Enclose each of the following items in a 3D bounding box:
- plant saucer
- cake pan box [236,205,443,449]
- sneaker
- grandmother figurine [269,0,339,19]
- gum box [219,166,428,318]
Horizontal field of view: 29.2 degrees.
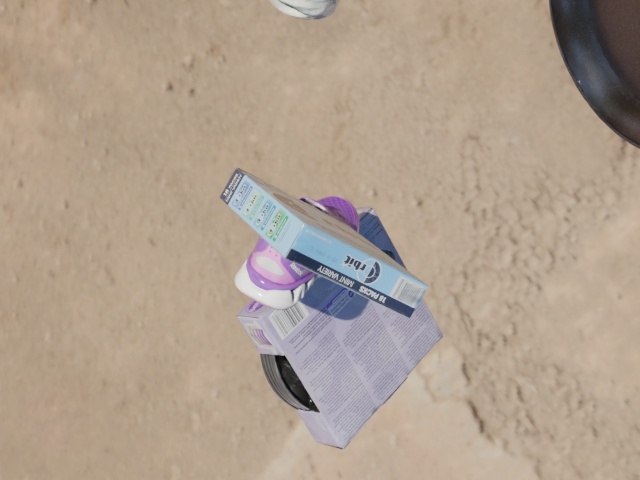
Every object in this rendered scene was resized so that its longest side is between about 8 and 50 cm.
[{"bbox_3d":[0.378,-0.242,1.382,0.050,0.310,0.311,-26,123,-24],"label":"plant saucer"},{"bbox_3d":[0.033,0.125,1.754,0.267,0.070,0.246,-45,115,-29],"label":"cake pan box"},{"bbox_3d":[-0.011,-0.009,1.491,0.095,0.236,0.105,27,122,15],"label":"sneaker"},{"bbox_3d":[0.013,-0.365,1.084,0.207,0.104,0.343,11,92,-50],"label":"grandmother figurine"},{"bbox_3d":[0.000,0.000,1.228,0.157,0.184,0.041,27,96,-30],"label":"gum box"}]
